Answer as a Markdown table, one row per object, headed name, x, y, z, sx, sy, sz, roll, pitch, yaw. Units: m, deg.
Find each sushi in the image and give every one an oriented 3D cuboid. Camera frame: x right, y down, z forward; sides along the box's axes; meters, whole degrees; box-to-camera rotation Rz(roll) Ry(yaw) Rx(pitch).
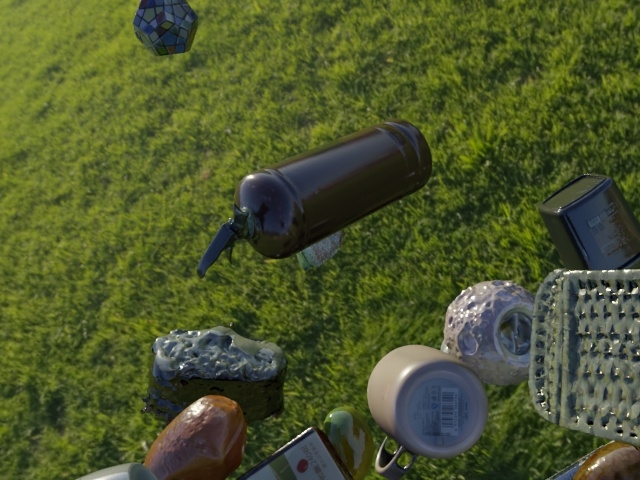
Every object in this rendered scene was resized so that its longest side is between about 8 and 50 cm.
| name | x | y | z | sx | sy | sz | roll | pitch | yaw |
| --- | --- | --- | --- | --- | --- | --- | --- | --- | --- |
| sushi | -0.254 | 0.333 | 1.533 | 0.349 | 0.207 | 0.234 | 7 | 26 | -7 |

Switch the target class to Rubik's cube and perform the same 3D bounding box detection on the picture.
| name | x | y | z | sx | sy | sz | roll | pitch | yaw |
| --- | --- | --- | --- | --- | --- | --- | --- | --- | --- |
| Rubik's cube | -0.258 | -0.360 | 1.035 | 0.093 | 0.111 | 0.111 | -22 | 51 | 43 |

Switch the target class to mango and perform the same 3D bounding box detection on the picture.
| name | x | y | z | sx | sy | sz | roll | pitch | yaw |
| --- | --- | --- | --- | --- | --- | --- | --- | --- | --- |
| mango | 0.066 | 0.487 | 1.461 | 0.085 | 0.122 | 0.191 | -48 | 41 | 47 |

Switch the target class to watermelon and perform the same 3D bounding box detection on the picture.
| name | x | y | z | sx | sy | sz | roll | pitch | yaw |
| --- | --- | --- | --- | --- | --- | --- | --- | --- | --- |
| watermelon | -0.010 | 0.002 | 1.126 | 0.094 | 0.081 | 0.180 | 2 | 40 | 14 |

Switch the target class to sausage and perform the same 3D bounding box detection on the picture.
| name | x | y | z | sx | sy | sz | roll | pitch | yaw |
| --- | --- | --- | --- | --- | --- | --- | --- | --- | --- |
| sausage | -0.245 | 0.417 | 1.216 | 0.268 | 0.153 | 0.141 | -48 | 21 | 26 |

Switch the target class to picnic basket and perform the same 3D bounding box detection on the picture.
| name | x | y | z | sx | sy | sz | roll | pitch | yaw |
| --- | --- | --- | --- | --- | --- | --- | --- | --- | --- |
| picnic basket | 0.291 | 0.096 | 0.503 | 0.154 | 0.196 | 0.134 | -12 | 71 | 62 |

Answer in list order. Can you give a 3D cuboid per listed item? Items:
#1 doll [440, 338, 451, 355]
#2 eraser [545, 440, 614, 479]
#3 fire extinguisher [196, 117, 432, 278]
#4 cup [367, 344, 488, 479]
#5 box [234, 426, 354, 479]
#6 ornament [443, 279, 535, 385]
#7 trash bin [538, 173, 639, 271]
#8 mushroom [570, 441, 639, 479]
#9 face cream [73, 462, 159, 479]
| name | x | y | z | sx | sy | sz | roll | pitch | yaw |
| --- | --- | --- | --- | --- | --- | --- | --- | --- | --- |
| doll | 0.365 | 0.333 | 1.678 | 0.075 | 0.102 | 0.227 | 9 | 42 | -9 |
| eraser | 0.650 | 0.577 | 1.501 | 0.287 | 0.130 | 0.086 | -36 | 63 | 9 |
| fire extinguisher | -0.006 | -0.054 | 0.797 | 0.337 | 0.135 | 0.114 | -26 | 64 | -36 |
| cup | 0.178 | 0.317 | 1.114 | 0.192 | 0.200 | 0.252 | 32 | 83 | 0 |
| box | -0.045 | 0.606 | 1.137 | 0.345 | 0.122 | 0.385 | -34 | 68 | -5 |
| ornament | 0.427 | 0.224 | 1.511 | 0.259 | 0.259 | 0.225 | -63 | 11 | -13 |
| trash bin | 0.712 | -0.009 | 1.590 | 0.210 | 0.290 | 0.182 | -33 | 14 | 0 |
| mushroom | 0.550 | 0.440 | 0.897 | 0.331 | 0.356 | 0.334 | 10 | 79 | 4 |
| face cream | -0.161 | 0.215 | 0.448 | 0.095 | 0.091 | 0.091 | -31 | 48 | -3 |
